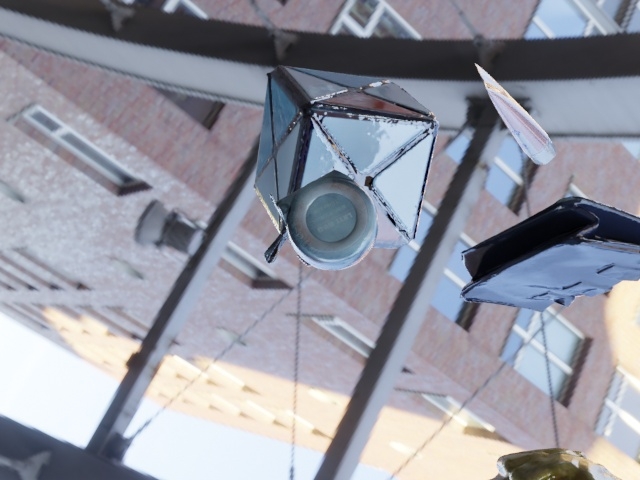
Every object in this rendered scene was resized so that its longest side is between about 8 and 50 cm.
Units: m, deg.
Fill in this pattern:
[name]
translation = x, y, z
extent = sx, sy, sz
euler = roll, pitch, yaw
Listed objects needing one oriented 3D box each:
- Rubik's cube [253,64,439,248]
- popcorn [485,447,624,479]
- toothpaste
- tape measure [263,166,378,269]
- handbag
[Rubik's cube]
translation = 0.035, -0.146, 1.520
extent = 0.246, 0.250, 0.248
euler = -124, -139, -59
[popcorn]
translation = 0.240, 0.366, 0.924
extent = 0.265, 0.225, 0.332
euler = -18, -152, 7
[toothpaste]
translation = 0.287, -0.183, 1.289
extent = 0.043, 0.194, 0.067
euler = -33, -142, 22
[tape measure]
translation = 0.004, -0.001, 0.970
extent = 0.104, 0.107, 0.180
euler = -23, 163, -18
[handbag]
translation = 0.436, 0.032, 1.563
extent = 0.326, 0.269, 0.118
euler = -33, -130, 55
